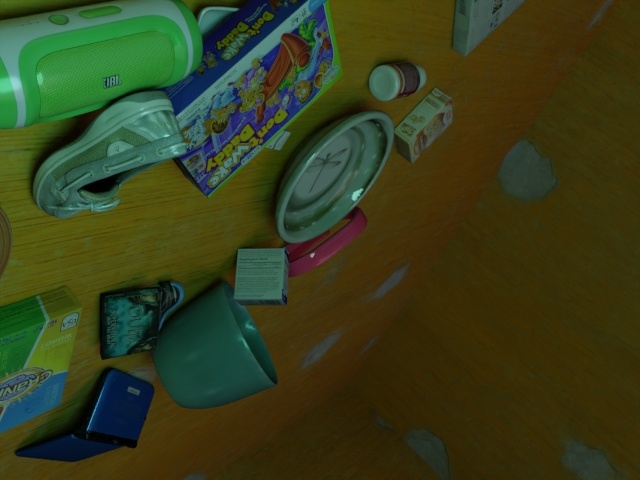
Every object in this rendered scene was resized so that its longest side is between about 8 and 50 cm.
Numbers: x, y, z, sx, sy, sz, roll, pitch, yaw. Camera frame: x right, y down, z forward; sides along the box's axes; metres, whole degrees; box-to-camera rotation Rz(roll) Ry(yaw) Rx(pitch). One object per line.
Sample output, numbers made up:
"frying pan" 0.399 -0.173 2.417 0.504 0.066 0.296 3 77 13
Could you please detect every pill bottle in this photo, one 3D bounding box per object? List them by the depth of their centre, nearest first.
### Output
"pill bottle" 0.194 -0.393 1.555 0.152 0.086 0.086 -24 149 -46

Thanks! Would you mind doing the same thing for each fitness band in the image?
"fitness band" 0.000 0.000 1.755 0.291 0.054 0.209 -38 -163 -22

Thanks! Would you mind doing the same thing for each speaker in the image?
"speaker" -0.303 -0.237 0.823 0.297 0.131 0.131 -30 153 -38

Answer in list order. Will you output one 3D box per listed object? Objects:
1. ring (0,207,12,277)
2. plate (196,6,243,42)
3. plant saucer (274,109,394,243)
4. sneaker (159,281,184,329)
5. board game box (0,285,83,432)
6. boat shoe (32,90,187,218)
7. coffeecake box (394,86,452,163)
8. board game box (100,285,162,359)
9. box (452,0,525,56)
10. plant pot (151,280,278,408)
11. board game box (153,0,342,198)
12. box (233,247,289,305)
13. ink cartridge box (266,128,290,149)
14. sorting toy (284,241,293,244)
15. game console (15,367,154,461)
"ring" -0.600 0.046 0.882 0.337 0.032 0.336 -39 156 -21
"plate" -0.153 -0.292 1.126 0.278 0.045 0.277 -22 147 -47
"plant saucer" 0.015 -0.173 1.579 0.400 0.100 0.400 -39 157 -20
"sneaker" -0.392 0.163 1.460 0.078 0.067 0.188 24 111 -46
"board game box" -0.595 0.249 1.197 0.242 0.064 0.316 -23 148 -47
"boat shoe" -0.317 -0.102 0.937 0.321 0.103 0.118 -29 177 33
"coffeecake box" 0.308 -0.340 1.891 0.185 0.068 0.142 -46 158 -5
"board game box" -0.415 0.180 1.385 0.126 0.026 0.186 -7 132 -27
"box" 0.476 -0.666 1.664 0.322 0.058 0.232 -42 158 -11
"plant pot" -0.276 0.284 1.587 0.235 0.292 0.293 -28 157 -2
"board game box" -0.122 -0.258 1.073 0.347 0.078 0.233 -44 158 -9
"box" -0.148 0.093 1.619 0.072 0.126 0.137 65 25 -68
"ink cartridge box" -0.097 -0.224 1.372 0.048 0.028 0.083 -55 158 18
"sorting toy" -0.056 -0.024 1.759 0.102 0.061 0.042 -25 159 4
"game console" -0.588 0.455 1.627 0.293 0.174 0.250 71 32 -67
